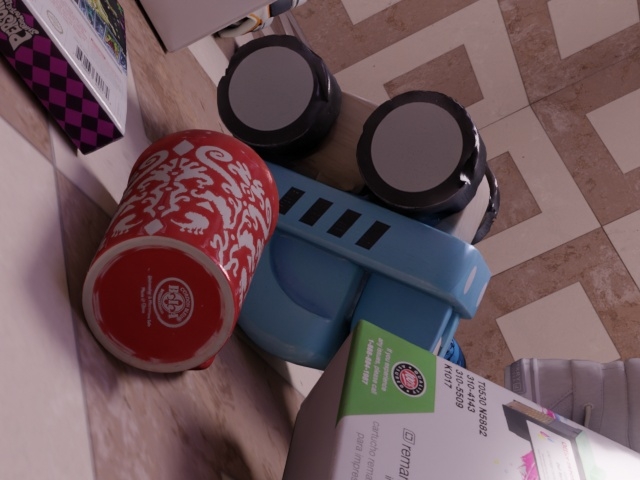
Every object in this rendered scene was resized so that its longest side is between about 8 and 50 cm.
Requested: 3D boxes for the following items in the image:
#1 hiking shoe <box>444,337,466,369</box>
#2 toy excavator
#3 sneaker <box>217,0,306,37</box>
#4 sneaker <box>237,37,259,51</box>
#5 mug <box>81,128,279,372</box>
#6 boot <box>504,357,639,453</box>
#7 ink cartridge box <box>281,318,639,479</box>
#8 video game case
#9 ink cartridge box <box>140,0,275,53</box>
[{"bbox_3d":[0.173,0.178,1.602,0.304,0.113,0.132,46,0,-35],"label":"hiking shoe"},{"bbox_3d":[0.044,0.097,0.856,0.432,0.445,0.222,24,-3,18],"label":"toy excavator"},{"bbox_3d":[-0.134,-0.392,1.472,0.126,0.127,0.321,69,-17,-11],"label":"sneaker"},{"bbox_3d":[-0.062,-0.271,1.499,0.108,0.121,0.302,60,9,-28],"label":"sneaker"},{"bbox_3d":[-0.081,0.019,0.613,0.150,0.113,0.169,59,13,-19],"label":"mug"},{"bbox_3d":[0.231,0.201,0.777,0.095,0.123,0.258,-78,158,-49],"label":"boot"},{"bbox_3d":[0.113,0.206,0.621,0.278,0.117,0.201,26,34,-8],"label":"ink cartridge box"},{"bbox_3d":[-0.216,-0.205,0.656,0.232,0.041,0.210,58,11,-39],"label":"video game case"},{"bbox_3d":[-0.135,-0.383,1.127,0.198,0.197,0.270,61,9,-22],"label":"ink cartridge box"}]
